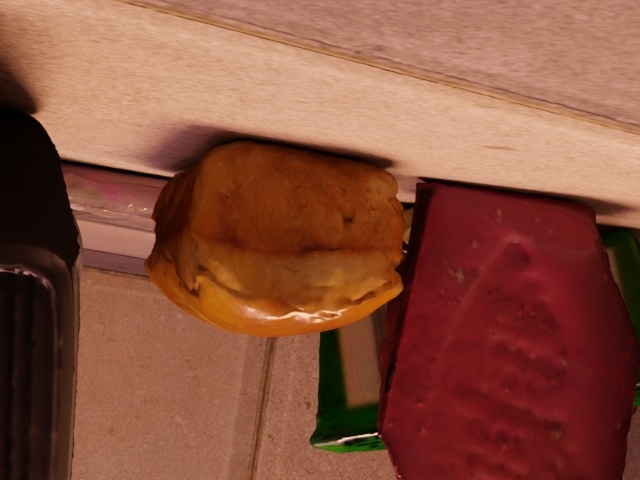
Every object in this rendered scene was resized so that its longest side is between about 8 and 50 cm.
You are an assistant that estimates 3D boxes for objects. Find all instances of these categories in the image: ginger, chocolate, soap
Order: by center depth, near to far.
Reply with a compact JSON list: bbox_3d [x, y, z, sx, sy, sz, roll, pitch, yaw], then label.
[{"bbox_3d":[0.152,0.123,1.187,0.220,0.324,0.127,10,179,6],"label":"soap"},{"bbox_3d":[0.086,-0.012,1.368,0.058,0.044,0.137,-9,-178,-19],"label":"ginger"},{"bbox_3d":[0.191,0.113,1.444,0.360,0.161,0.341,-12,170,13],"label":"chocolate"}]

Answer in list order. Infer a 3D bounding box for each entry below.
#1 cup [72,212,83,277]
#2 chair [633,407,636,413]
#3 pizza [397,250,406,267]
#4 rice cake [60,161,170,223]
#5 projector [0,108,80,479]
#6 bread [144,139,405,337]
[{"bbox_3d":[-0.366,0.006,1.407,0.206,0.205,0.312,7,177,9],"label":"cup"},{"bbox_3d":[0.283,0.128,1.840,0.319,0.186,0.160,10,180,-44],"label":"chair"},{"bbox_3d":[0.061,0.027,1.747,0.134,0.056,0.271,17,175,-2],"label":"pizza"},{"bbox_3d":[-0.146,-0.038,1.412,0.270,0.049,0.055,9,-163,-7],"label":"rice cake"},{"bbox_3d":[-0.367,0.053,0.933,0.395,0.242,0.405,2,-163,-15],"label":"projector"},{"bbox_3d":[-0.045,0.011,1.213,0.195,0.148,0.344,10,175,-11],"label":"bread"}]
